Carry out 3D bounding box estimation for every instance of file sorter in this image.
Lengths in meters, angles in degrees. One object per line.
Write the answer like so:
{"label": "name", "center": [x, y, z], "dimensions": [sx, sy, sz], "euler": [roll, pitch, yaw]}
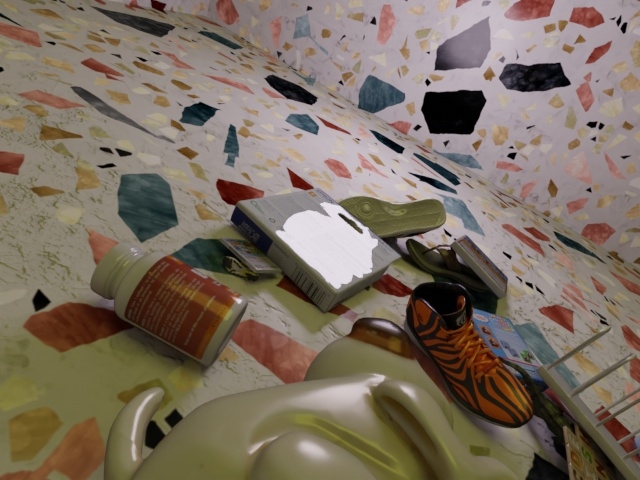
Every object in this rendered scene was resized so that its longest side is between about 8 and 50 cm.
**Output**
{"label": "file sorter", "center": [0.626, 0.339, 0.866], "dimensions": [0.193, 0.173, 0.277], "euler": [21, 31, -54]}

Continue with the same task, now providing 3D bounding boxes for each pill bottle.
{"label": "pill bottle", "center": [-0.234, 0.093, 0.656], "dimensions": [0.216, 0.121, 0.121], "euler": [29, 30, 0]}

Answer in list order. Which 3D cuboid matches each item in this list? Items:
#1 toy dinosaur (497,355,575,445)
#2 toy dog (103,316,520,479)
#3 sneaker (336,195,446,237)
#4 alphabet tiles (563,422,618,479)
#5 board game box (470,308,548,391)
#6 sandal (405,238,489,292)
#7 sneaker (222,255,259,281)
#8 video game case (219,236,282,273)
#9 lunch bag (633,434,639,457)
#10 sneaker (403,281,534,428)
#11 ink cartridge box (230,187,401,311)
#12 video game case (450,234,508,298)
{"label": "toy dinosaur", "center": [0.465, 0.348, 0.878], "dimensions": [0.268, 0.064, 0.118], "euler": [56, 10, 18]}
{"label": "toy dog", "center": [0.013, 0.263, 0.489], "dimensions": [0.396, 0.284, 0.408], "euler": [16, 18, 27]}
{"label": "sneaker", "center": [0.193, -0.057, 1.271], "dimensions": [0.351, 0.148, 0.131], "euler": [1, 79, -10]}
{"label": "alphabet tiles", "center": [0.503, 0.458, 0.742], "dimensions": [0.198, 0.009, 0.237], "euler": [45, 36, -5]}
{"label": "board game box", "center": [0.455, 0.266, 1.049], "dimensions": [0.160, 0.039, 0.211], "euler": [17, 32, -20]}
{"label": "sandal", "center": [0.391, 0.058, 1.268], "dimensions": [0.303, 0.086, 0.120], "euler": [23, 30, -10]}
{"label": "sneaker", "center": [-0.163, 0.057, 0.869], "dimensions": [0.083, 0.031, 0.035], "euler": [31, 16, -5]}
{"label": "video game case", "center": [-0.148, 0.032, 0.897], "dimensions": [0.122, 0.011, 0.087], "euler": [38, 15, 29]}
{"label": "lunch bag", "center": [0.806, 0.524, 0.900], "dimensions": [0.176, 0.090, 0.219], "euler": [28, 30, -9]}
{"label": "sneaker", "center": [0.283, 0.210, 0.826], "dimensions": [0.125, 0.180, 0.321], "euler": [-32, 52, -21]}
{"label": "ink cartridge box", "center": [0.000, 0.000, 1.049], "dimensions": [0.324, 0.071, 0.330], "euler": [42, 31, 21]}
{"label": "video game case", "center": [0.502, 0.071, 1.308], "dimensions": [0.204, 0.025, 0.285], "euler": [50, 22, 13]}
